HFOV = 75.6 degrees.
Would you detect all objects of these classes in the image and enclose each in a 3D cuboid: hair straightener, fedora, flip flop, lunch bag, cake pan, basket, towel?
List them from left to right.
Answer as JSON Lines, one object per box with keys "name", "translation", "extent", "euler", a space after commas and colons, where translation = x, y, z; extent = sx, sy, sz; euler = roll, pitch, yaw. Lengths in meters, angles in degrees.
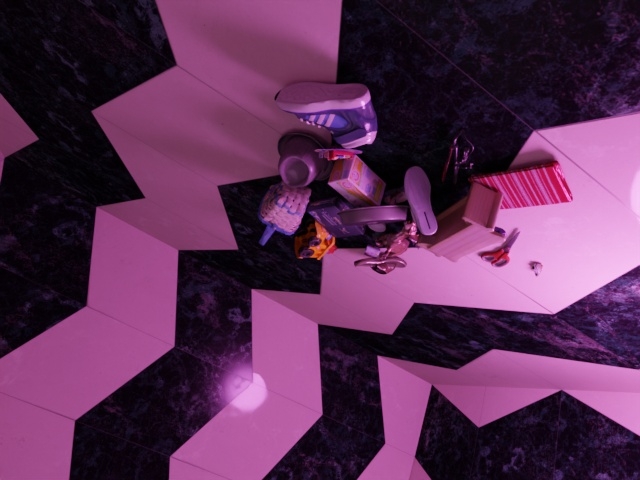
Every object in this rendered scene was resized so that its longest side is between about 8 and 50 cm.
{"name": "basket", "translation": [-0.177, -0.135, 1.862], "extent": [0.201, 0.254, 0.289], "euler": [27, 135, -11]}
{"name": "fedora", "translation": [-0.082, -0.291, 1.607], "extent": [0.244, 0.124, 0.275], "euler": [36, 152, -12]}
{"name": "lunch bag", "translation": [0.262, 0.053, 2.077], "extent": [0.071, 0.053, 0.083], "euler": [20, 165, 5]}
{"name": "cake pan", "translation": [0.212, -0.097, 1.655], "extent": [0.294, 0.054, 0.293], "euler": [-4, 178, 0]}
{"name": "flip flop", "translation": [0.303, 0.132, 2.086], "extent": [0.278, 0.079, 0.112], "euler": [1, 161, -20]}
{"name": "hair straightener", "translation": [0.456, -0.268, 1.346], "extent": [0.089, 0.047, 0.230], "euler": [14, 148, 16]}
{"name": "towel", "translation": [0.660, -0.174, 1.365], "extent": [0.275, 0.031, 0.199], "euler": [-4, 145, 45]}

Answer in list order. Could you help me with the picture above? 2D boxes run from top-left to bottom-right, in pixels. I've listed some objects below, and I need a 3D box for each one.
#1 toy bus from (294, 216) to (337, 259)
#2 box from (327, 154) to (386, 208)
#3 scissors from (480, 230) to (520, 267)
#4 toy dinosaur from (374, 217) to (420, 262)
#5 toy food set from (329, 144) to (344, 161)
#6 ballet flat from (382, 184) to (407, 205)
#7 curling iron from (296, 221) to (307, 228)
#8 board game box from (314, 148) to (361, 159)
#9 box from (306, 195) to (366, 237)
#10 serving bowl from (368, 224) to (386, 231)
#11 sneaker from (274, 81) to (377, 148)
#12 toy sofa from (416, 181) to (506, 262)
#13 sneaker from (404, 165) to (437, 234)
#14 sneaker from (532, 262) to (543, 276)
{"name": "toy bus", "translation": [0.000, 0.000, 2.087], "extent": [0.212, 0.149, 0.220], "euler": [13, 140, -26]}
{"name": "box", "translation": [0.141, -0.218, 1.574], "extent": [0.103, 0.114, 0.203], "euler": [-6, 147, 46]}
{"name": "scissors", "translation": [0.771, 0.040, 1.693], "extent": [0.109, 0.021, 0.297], "euler": [26, 153, 0]}
{"name": "toy dinosaur", "translation": [0.359, 0.013, 1.868], "extent": [0.201, 0.126, 0.295], "euler": [-17, 166, 0]}
{"name": "toy food set", "translation": [0.065, -0.328, 1.560], "extent": [0.078, 0.019, 0.122], "euler": [27, 161, -8]}
{"name": "ballet flat", "translation": [0.298, -0.170, 1.619], "extent": [0.070, 0.070, 0.188], "euler": [32, 152, -18]}
{"name": "curling iron", "translation": [-0.064, -0.050, 2.166], "extent": [0.068, 0.035, 0.274], "euler": [-17, 132, 28]}
{"name": "board game box", "translation": [0.063, -0.298, 1.453], "extent": [0.169, 0.033, 0.133], "euler": [5, -174, 20]}
{"name": "box", "translation": [0.074, -0.104, 1.923], "extent": [0.184, 0.059, 0.233], "euler": [-7, 141, 44]}
{"name": "serving bowl", "translation": [0.259, -0.073, 1.870], "extent": [0.084, 0.027, 0.083], "euler": [18, 153, 10]}
{"name": "sneaker", "translation": [0.026, -0.385, 1.353], "extent": [0.324, 0.130, 0.236], "euler": [6, 145, 20]}
{"name": "toy sofa", "translation": [0.526, -0.054, 1.527], "extent": [0.177, 0.150, 0.362], "euler": [26, 159, -5]}
{"name": "sneaker", "translation": [0.355, -0.145, 1.512], "extent": [0.094, 0.257, 0.091], "euler": [-15, -168, -5]}
{"name": "sneaker", "translation": [0.905, 0.120, 1.728], "extent": [0.037, 0.031, 0.083], "euler": [24, 152, 31]}
